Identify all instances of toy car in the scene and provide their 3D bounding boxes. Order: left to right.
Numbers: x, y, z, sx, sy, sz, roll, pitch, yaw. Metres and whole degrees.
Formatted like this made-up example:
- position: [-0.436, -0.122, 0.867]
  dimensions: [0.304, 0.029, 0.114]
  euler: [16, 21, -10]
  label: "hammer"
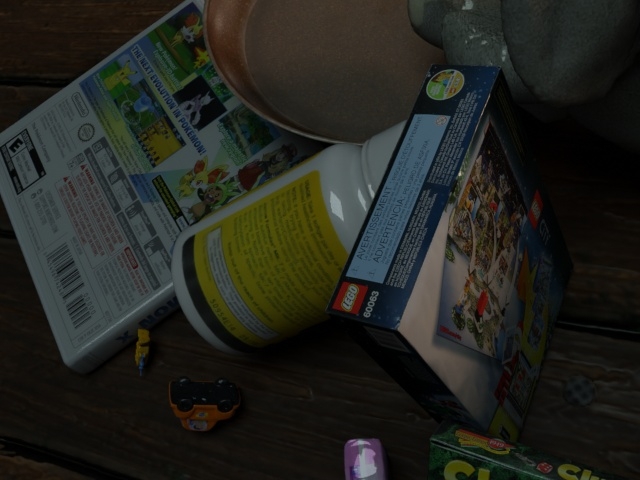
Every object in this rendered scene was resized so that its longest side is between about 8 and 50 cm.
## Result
- position: [-0.114, 0.120, 0.643]
  dimensions: [0.122, 0.060, 0.041]
  euler: [40, 126, 50]
  label: "toy car"

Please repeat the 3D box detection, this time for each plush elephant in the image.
- position: [0.212, -0.177, 0.454]
  dimensions: [0.271, 0.255, 0.330]
  euler: [-17, 57, -1]
  label: "plush elephant"

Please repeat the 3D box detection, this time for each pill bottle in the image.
- position: [0.000, 0.000, 0.573]
  dimensions: [0.208, 0.119, 0.119]
  euler: [-26, 54, 27]
  label: "pill bottle"

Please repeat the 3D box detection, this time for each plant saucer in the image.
- position: [0.054, -0.198, 0.671]
  dimensions: [0.310, 0.050, 0.311]
  euler: [-3, 62, 6]
  label: "plant saucer"

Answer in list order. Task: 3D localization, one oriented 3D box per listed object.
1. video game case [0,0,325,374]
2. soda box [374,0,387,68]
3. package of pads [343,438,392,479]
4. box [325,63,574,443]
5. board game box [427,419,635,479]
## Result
- position: [-0.176, -0.077, 0.768]
  dimensions: [0.300, 0.036, 0.329]
  euler: [-36, 54, 0]
  label: "video game case"
- position: [0.041, -0.210, 0.744]
  dimensions: [0.060, 0.053, 0.169]
  euler: [-9, 59, 17]
  label: "soda box"
- position: [0.035, 0.184, 0.526]
  dimensions: [0.032, 0.050, 0.083]
  euler: [-10, 59, 11]
  label: "package of pads"
- position: [0.098, 0.027, 0.478]
  dimensions: [0.044, 0.233, 0.159]
  euler: [10, 66, 33]
  label: "box"
- position: [0.180, 0.200, 0.422]
  dimensions: [0.259, 0.136, 0.030]
  euler: [13, 26, 27]
  label: "board game box"
